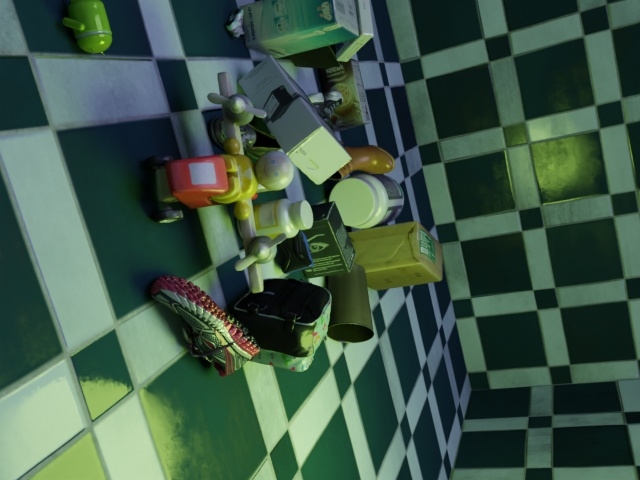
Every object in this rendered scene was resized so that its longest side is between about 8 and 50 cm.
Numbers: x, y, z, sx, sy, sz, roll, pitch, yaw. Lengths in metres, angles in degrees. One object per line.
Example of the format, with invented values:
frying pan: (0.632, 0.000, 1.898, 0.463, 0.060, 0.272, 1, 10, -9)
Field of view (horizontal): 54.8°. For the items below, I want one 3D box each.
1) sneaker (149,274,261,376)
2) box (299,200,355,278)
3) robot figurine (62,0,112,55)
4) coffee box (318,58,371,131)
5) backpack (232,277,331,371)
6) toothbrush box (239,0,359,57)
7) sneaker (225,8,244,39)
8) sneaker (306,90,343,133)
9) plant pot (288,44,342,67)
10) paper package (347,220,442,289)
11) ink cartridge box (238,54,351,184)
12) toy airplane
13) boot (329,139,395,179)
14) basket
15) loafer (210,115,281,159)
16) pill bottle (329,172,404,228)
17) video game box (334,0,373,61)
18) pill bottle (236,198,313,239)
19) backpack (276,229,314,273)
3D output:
sneaker: (-0.250, 0.187, 1.306, 0.299, 0.112, 0.121, 49, -4, -34)
box: (0.000, 0.000, 1.907, 0.108, 0.153, 0.207, -67, 142, -53)
robot figurine: (-0.432, -0.406, 1.161, 0.101, 0.067, 0.115, -43, 121, -73)
coffee box: (0.093, -0.556, 2.377, 0.098, 0.141, 0.247, -27, 104, -66)
backpack: (-0.088, 0.196, 1.537, 0.253, 0.225, 0.191, -57, 155, -63)
toothbrush box: (-0.059, -0.653, 1.853, 0.216, 0.295, 0.126, -16, 98, -66)
sneaker: (-0.234, -0.609, 1.761, 0.069, 0.038, 0.098, 61, 38, -41)
sneaker: (0.012, -0.446, 2.200, 0.268, 0.101, 0.153, -27, 107, -60)
plant pot: (-0.037, -0.696, 2.092, 0.188, 0.166, 0.188, 46, 40, -55)
paper package: (0.283, 0.066, 2.350, 0.325, 0.309, 0.168, 32, 52, -59)
ink cartridge box: (-0.070, -0.338, 1.747, 0.307, 0.129, 0.223, 58, 11, 27)
toy airplane: (-0.174, -0.132, 1.395, 0.384, 0.272, 0.386, -78, 149, -43)
boot: (0.108, -0.270, 2.144, 0.220, 0.283, 0.109, -57, 169, -59)
basket: (0.092, 0.203, 2.056, 0.204, 0.154, 0.227, 46, 36, -56)
loafer: (-0.193, -0.281, 1.654, 0.267, 0.084, 0.096, 7, 76, -67)
pill bottle: (0.174, -0.150, 2.316, 0.361, 0.204, 0.204, -12, 92, -68)
video game box: (0.098, -0.711, 1.989, 0.048, 0.187, 0.205, -2, 80, -27)
pill bottle: (-0.117, -0.052, 1.609, 0.103, 0.184, 0.103, -9, 90, -67)
backpack: (-0.080, 0.030, 1.788, 0.101, 0.097, 0.120, 63, 10, -84)
